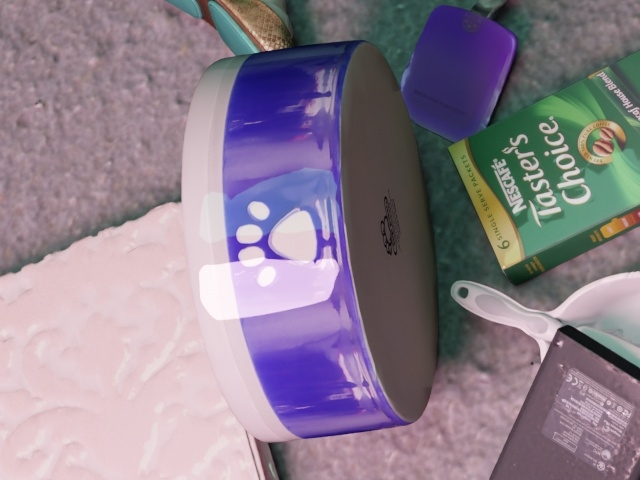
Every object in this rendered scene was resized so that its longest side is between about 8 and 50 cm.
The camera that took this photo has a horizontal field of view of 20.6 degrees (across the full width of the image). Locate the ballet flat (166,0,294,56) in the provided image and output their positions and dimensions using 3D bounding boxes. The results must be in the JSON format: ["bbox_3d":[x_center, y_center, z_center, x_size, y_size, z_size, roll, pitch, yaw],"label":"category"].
[{"bbox_3d":[-0.071,-0.194,1.405,0.067,0.073,0.206,-41,65,-14],"label":"ballet flat"}]

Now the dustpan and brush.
[{"bbox_3d":[0.183,0.072,1.201,0.211,0.060,0.147,25,97,38],"label":"dustpan and brush"}]

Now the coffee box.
[{"bbox_3d":[0.194,-0.057,1.264,0.184,0.040,0.113,-25,64,11],"label":"coffee box"}]

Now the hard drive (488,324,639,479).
[{"bbox_3d":[0.173,0.138,1.175,0.094,0.022,0.135,33,114,27],"label":"hard drive"}]

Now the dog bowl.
[{"bbox_3d":[0.000,0.000,1.192,0.104,0.265,0.265,-8,68,15],"label":"dog bowl"}]

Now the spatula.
[{"bbox_3d":[0.154,-0.213,1.344,0.084,0.030,0.296,27,82,29],"label":"spatula"}]

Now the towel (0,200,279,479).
[{"bbox_3d":[-0.203,0.168,1.328,0.332,0.053,0.317,-23,63,11],"label":"towel"}]
